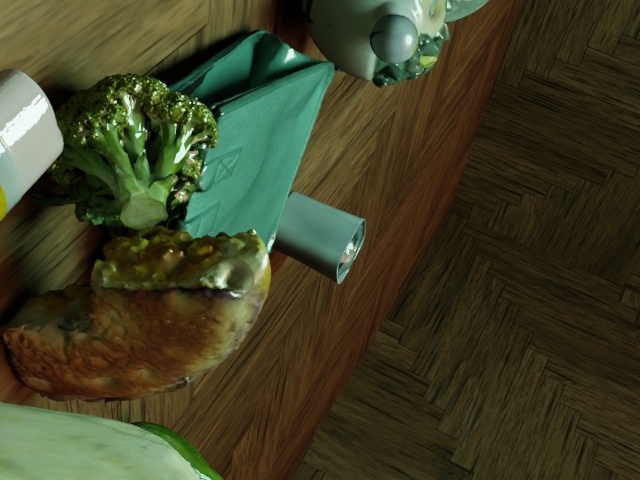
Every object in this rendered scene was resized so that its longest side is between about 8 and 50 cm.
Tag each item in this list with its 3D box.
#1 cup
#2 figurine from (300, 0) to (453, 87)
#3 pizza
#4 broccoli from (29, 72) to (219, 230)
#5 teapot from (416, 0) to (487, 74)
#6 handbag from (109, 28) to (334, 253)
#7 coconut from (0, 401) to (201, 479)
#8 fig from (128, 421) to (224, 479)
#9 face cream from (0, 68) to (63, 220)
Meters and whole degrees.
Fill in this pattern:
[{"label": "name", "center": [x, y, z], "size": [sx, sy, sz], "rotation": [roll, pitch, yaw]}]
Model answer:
[{"label": "cup", "center": [0.000, 0.000, 1.294], "size": [0.095, 0.129, 0.128], "rotation": [-60, 166, -18]}, {"label": "figurine", "center": [0.063, -0.313, 0.868], "size": [0.382, 0.186, 0.261], "rotation": [76, 29, -61]}, {"label": "pizza", "center": [-0.152, 0.061, 0.690], "size": [0.305, 0.161, 0.086], "rotation": [-28, -140, 37]}, {"label": "broccoli", "center": [-0.145, -0.062, 0.628], "size": [0.131, 0.120, 0.130], "rotation": [10, 130, -38]}, {"label": "teapot", "center": [0.136, -0.340, 1.158], "size": [0.183, 0.183, 0.251], "rotation": [-58, 177, -27]}, {"label": "handbag", "center": [-0.107, -0.067, 0.839], "size": [0.274, 0.100, 0.269], "rotation": [-45, 160, -54]}, {"label": "coconut", "center": [-0.220, 0.251, 0.405], "size": [0.415, 0.415, 0.345], "rotation": [87, 0, -64]}, {"label": "fig", "center": [-0.194, 0.294, 1.018], "size": [0.123, 0.156, 0.123], "rotation": [22, 90, -82]}, {"label": "face cream", "center": [-0.235, -0.015, 0.502], "size": [0.198, 0.057, 0.084], "rotation": [-56, 165, -31]}]
